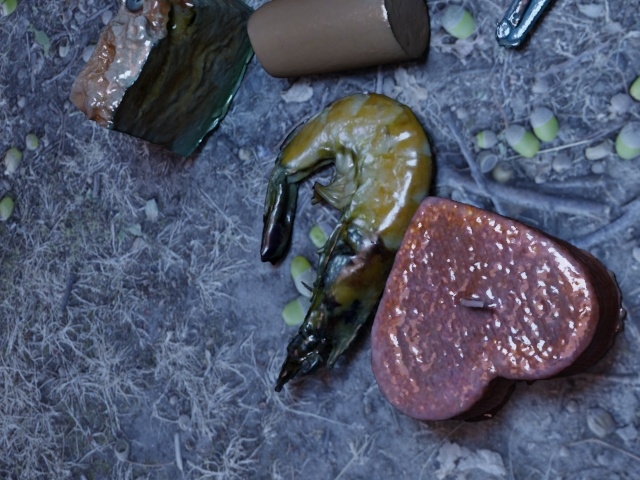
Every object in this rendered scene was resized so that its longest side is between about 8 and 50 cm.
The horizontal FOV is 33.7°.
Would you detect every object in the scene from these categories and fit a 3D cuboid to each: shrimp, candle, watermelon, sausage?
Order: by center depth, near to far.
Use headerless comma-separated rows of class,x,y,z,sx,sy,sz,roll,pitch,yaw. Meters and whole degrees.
candle,0.199,0.071,1.337,0.317,0.131,0.287,-25,71,26
sausage,0.015,-0.296,1.483,0.253,0.123,0.123,-5,83,32
shrimp,0.000,0.000,1.492,0.272,0.085,0.445,23,95,36
watermelon,-0.236,-0.276,1.516,0.151,0.302,0.264,31,98,18

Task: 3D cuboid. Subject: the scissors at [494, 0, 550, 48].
scissors,0.346,-0.411,1.342,0.180,0.032,0.393,40,105,27
